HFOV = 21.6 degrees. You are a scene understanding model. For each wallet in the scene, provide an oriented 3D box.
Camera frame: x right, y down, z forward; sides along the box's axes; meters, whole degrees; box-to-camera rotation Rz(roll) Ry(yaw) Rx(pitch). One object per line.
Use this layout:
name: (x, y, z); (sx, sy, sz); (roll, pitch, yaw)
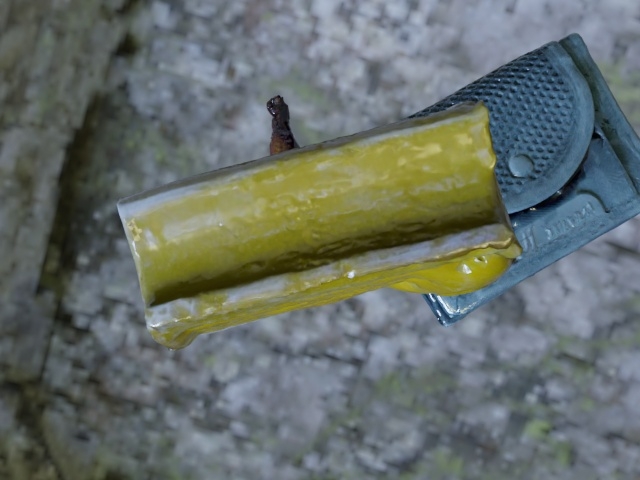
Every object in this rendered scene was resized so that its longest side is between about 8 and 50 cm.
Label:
wallet: (0.227, -0.081, 1.969); (0.342, 0.237, 0.075); (-29, 175, -18)

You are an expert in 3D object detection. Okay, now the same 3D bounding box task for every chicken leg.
chicken leg: (-0.021, -0.074, 1.967); (0.053, 0.205, 0.093); (-20, -179, 18)

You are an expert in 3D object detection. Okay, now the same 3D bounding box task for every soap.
soap: (0.000, 0.000, 1.307); (0.281, 0.143, 0.259); (-16, 174, -3)
